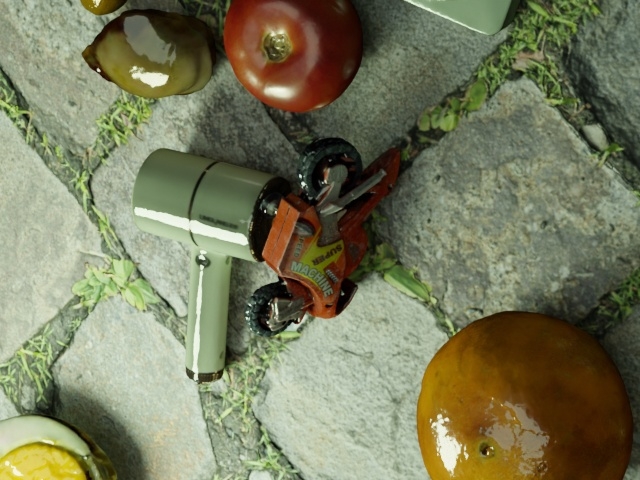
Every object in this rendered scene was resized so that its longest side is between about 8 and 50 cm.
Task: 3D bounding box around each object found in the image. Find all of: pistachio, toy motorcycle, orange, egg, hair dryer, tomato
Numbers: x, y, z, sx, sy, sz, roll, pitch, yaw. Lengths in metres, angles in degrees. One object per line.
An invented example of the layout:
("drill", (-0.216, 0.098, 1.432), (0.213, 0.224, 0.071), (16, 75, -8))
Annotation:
("pistachio", (-0.244, -0.267, 1.836), (0.210, 0.130, 0.165), (-4, 138, 25))
("toy motorcycle", (-0.001, 0.000, 1.753), (0.089, 0.171, 0.298), (43, 116, 52))
("orange", (-0.314, -0.367, 1.870), (0.085, 0.085, 0.085), (5, 102, 24))
("orange", (0.253, 0.231, 1.638), (0.284, 0.226, 0.284), (3, 97, 30))
("egg", (-0.450, 0.409, 2.037), (0.286, 0.174, 0.264), (-44, 80, 0))
("hair dryer", (-0.163, 0.059, 1.868), (0.203, 0.128, 0.362), (15, 113, 22))
("tomato", (-0.033, -0.267, 1.724), (0.195, 0.136, 0.195), (6, 105, 23))

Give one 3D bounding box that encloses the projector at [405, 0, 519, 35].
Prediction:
("projector", (0.159, -0.423, 1.626), (0.257, 0.079, 0.259), (26, 122, 15))
